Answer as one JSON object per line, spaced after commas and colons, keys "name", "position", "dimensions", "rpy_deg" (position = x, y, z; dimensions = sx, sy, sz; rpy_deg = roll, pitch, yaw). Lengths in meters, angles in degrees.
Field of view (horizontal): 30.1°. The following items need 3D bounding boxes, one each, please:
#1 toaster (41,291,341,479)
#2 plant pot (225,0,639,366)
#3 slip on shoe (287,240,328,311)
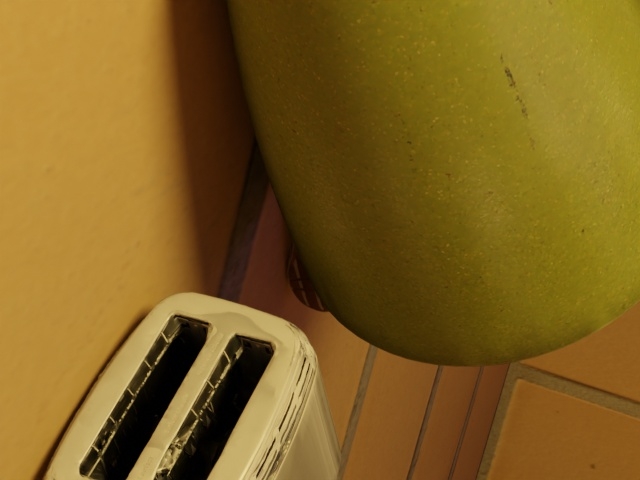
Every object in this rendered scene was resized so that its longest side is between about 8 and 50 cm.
{"name": "toaster", "position": [-0.067, 0.133, 0.688], "dimensions": [0.146, 0.129, 0.227], "rpy_deg": [83, 30, -50]}
{"name": "plant pot", "position": [0.063, -0.116, 0.681], "dimensions": [0.274, 0.275, 0.293], "rpy_deg": [-65, 147, -24]}
{"name": "slip on shoe", "position": [0.000, 0.000, 0.917], "dimensions": [0.041, 0.051, 0.135], "rpy_deg": [-56, 150, -38]}
